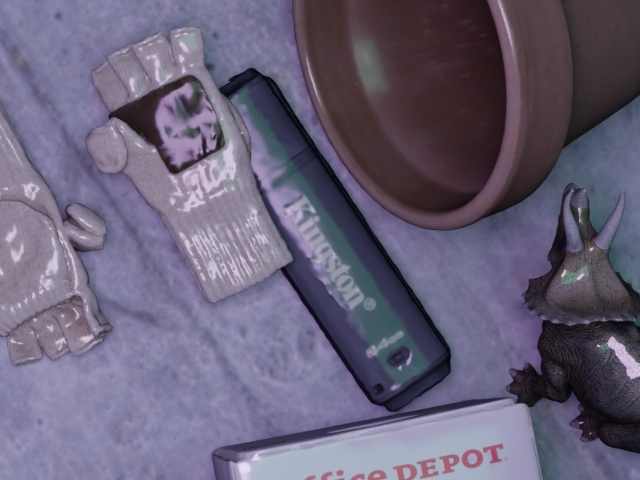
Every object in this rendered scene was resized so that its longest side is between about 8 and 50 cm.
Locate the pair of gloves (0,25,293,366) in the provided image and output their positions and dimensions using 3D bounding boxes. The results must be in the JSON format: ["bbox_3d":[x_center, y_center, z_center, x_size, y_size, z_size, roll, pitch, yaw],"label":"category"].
[{"bbox_3d":[-0.162,-0.030,1.430,0.240,0.042,0.204,-20,91,0],"label":"pair of gloves"}]

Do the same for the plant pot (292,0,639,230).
[{"bbox_3d":[0.142,-0.160,1.443,0.229,0.263,0.263,-19,90,-32],"label":"plant pot"}]

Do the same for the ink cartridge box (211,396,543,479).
[{"bbox_3d":[0.059,0.283,1.431,0.226,0.131,0.306,-10,87,-12],"label":"ink cartridge box"}]

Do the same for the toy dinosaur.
[{"bbox_3d":[0.235,0.112,1.466,0.121,0.160,0.313,-39,94,-12],"label":"toy dinosaur"}]

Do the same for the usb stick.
[{"bbox_3d":[0.000,0.000,1.481,0.077,0.045,0.278,-34,94,-11],"label":"usb stick"}]
